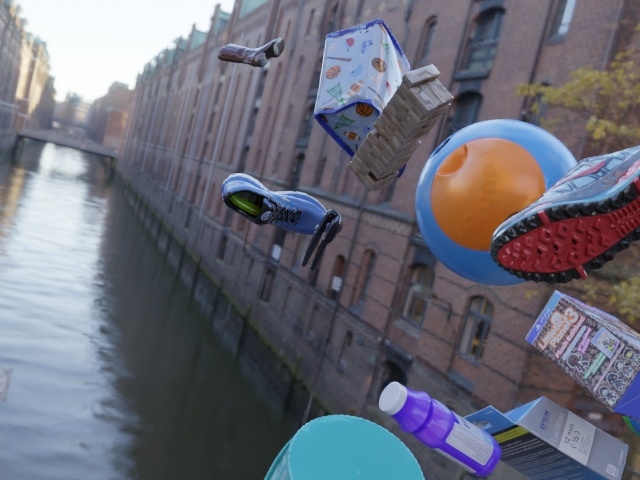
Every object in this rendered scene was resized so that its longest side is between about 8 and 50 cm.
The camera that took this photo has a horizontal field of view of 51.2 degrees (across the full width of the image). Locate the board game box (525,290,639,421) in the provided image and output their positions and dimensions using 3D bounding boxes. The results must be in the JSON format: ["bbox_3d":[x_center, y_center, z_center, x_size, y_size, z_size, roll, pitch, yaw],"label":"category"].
[{"bbox_3d":[0.662,0.268,1.517,0.232,0.141,0.291,22,14,-28],"label":"board game box"}]

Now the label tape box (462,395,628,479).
[{"bbox_3d":[0.526,0.485,1.652,0.347,0.115,0.249,32,-30,1],"label":"label tape box"}]

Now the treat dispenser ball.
[{"bbox_3d":[0.310,-0.065,1.165,0.288,0.288,0.288,14,5,-1],"label":"treat dispenser ball"}]

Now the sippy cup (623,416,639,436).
[{"bbox_3d":[0.903,0.423,1.652,0.305,0.240,0.224,5,1,1],"label":"sippy cup"}]

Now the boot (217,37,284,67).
[{"bbox_3d":[-0.146,-0.399,1.396,0.114,0.037,0.106,16,44,29],"label":"boot"}]

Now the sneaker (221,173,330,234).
[{"bbox_3d":[-0.133,-0.080,1.916,0.330,0.130,0.147,17,24,-7],"label":"sneaker"}]

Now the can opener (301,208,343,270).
[{"bbox_3d":[0.000,0.000,1.681,0.059,0.186,0.073,36,33,5],"label":"can opener"}]

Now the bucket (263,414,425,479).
[{"bbox_3d":[0.035,0.444,1.129,0.281,0.183,0.281,15,31,-9],"label":"bucket"}]

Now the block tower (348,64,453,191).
[{"bbox_3d":[0.175,-0.241,1.520,0.091,0.335,0.097,-27,71,-33],"label":"block tower"}]

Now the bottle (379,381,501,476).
[{"bbox_3d":[0.249,0.394,1.412,0.283,0.092,0.118,35,-3,-18],"label":"bottle"}]

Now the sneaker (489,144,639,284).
[{"bbox_3d":[0.326,-0.038,0.803,0.262,0.104,0.125,-25,20,12],"label":"sneaker"}]

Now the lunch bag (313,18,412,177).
[{"bbox_3d":[0.178,-0.419,2.058,0.239,0.328,0.385,-6,-31,30],"label":"lunch bag"}]
